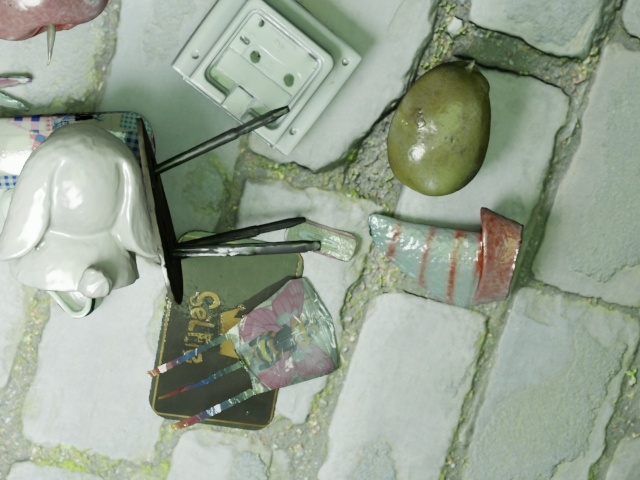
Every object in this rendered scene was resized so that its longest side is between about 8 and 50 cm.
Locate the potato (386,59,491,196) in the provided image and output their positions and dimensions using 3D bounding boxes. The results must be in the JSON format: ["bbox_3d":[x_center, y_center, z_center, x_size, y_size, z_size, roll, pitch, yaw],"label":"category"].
[{"bbox_3d":[0.218,-0.204,1.688,0.174,0.159,0.252,4,116,-34],"label":"potato"}]

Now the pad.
[{"bbox_3d":[-0.207,0.175,1.767,0.314,0.063,0.376,9,100,-8],"label":"pad"}]

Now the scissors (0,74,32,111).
[{"bbox_3d":[-0.593,-0.264,1.646,0.187,0.020,0.134,7,97,-7],"label":"scissors"}]

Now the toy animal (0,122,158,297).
[{"bbox_3d":[-0.382,-0.056,1.549,0.271,0.206,0.265,2,106,-24],"label":"toy animal"}]

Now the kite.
[{"bbox_3d":[-0.129,0.221,1.754,0.360,0.022,0.204,-27,104,-19],"label":"kite"}]

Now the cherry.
[{"bbox_3d":[-0.456,-0.425,1.530,0.235,0.213,0.286,-8,94,-14],"label":"cherry"}]

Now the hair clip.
[{"bbox_3d":[0.000,-0.001,1.772,0.137,0.022,0.054,16,99,-10],"label":"hair clip"}]

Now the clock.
[{"bbox_3d":[-0.091,-0.307,1.648,0.262,0.116,0.231,37,95,-14],"label":"clock"}]

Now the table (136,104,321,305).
[{"bbox_3d":[-0.142,-0.042,1.577,0.248,0.317,0.318,-12,103,-4],"label":"table"}]

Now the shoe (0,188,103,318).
[{"bbox_3d":[-0.472,0.025,1.680,0.095,0.110,0.265,-33,107,2],"label":"shoe"}]

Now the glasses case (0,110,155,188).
[{"bbox_3d":[-0.451,-0.156,1.657,0.327,0.076,0.125,-3,105,-6],"label":"glasses case"}]

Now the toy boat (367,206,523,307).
[{"bbox_3d":[0.220,0.022,1.780,0.282,0.096,0.206,10,116,1],"label":"toy boat"}]
